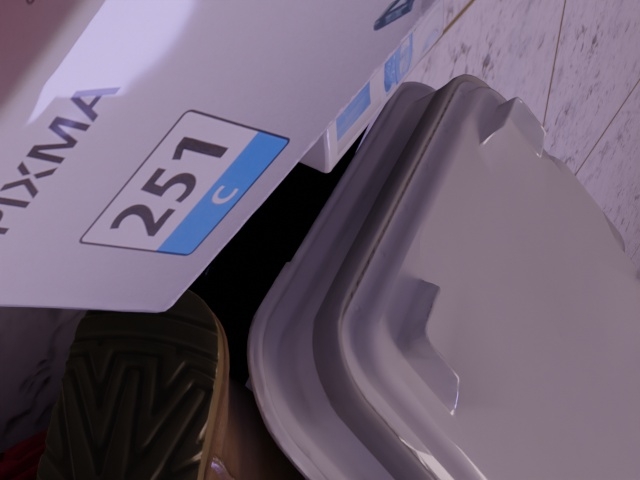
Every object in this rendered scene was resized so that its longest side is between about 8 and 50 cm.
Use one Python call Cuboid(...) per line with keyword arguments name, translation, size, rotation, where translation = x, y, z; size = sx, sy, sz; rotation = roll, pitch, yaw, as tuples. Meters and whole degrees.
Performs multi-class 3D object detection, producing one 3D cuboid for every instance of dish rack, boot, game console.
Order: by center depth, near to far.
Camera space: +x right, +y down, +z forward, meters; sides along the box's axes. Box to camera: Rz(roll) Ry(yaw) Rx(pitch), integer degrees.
Cuboid(name="boot", translation=(-0.068, 0.164, 0.561), size=(0.269, 0.089, 0.236), rotation=(76, 30, -66))
Cuboid(name="dish rack", translation=(0.118, 0.060, 0.648), size=(0.072, 0.285, 0.333), rotation=(-31, -162, 35))
Cuboid(name="game console", translation=(0.000, 0.000, 0.757), size=(0.213, 0.044, 0.361), rotation=(-65, 159, -4))

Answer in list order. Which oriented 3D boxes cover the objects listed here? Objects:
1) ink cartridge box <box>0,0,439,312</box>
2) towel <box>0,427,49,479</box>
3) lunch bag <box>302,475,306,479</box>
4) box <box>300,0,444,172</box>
Cuboid(name="ink cartridge box", translation=(-0.051, -0.106, 0.295), size=(0.296, 0.066, 0.261), rotation=(-48, 153, 19))
Cuboid(name="towel", translation=(-0.132, 0.214, 0.602), size=(0.199, 0.031, 0.275), rotation=(-25, 127, -73))
Cuboid(name="lunch bag", translation=(0.044, 0.198, 0.757), size=(0.262, 0.160, 0.223), rotation=(-45, -139, 46))
Cuboid(name="box", translation=(-0.015, -0.148, 0.487), size=(0.114, 0.103, 0.203), rotation=(-52, 154, -30))
